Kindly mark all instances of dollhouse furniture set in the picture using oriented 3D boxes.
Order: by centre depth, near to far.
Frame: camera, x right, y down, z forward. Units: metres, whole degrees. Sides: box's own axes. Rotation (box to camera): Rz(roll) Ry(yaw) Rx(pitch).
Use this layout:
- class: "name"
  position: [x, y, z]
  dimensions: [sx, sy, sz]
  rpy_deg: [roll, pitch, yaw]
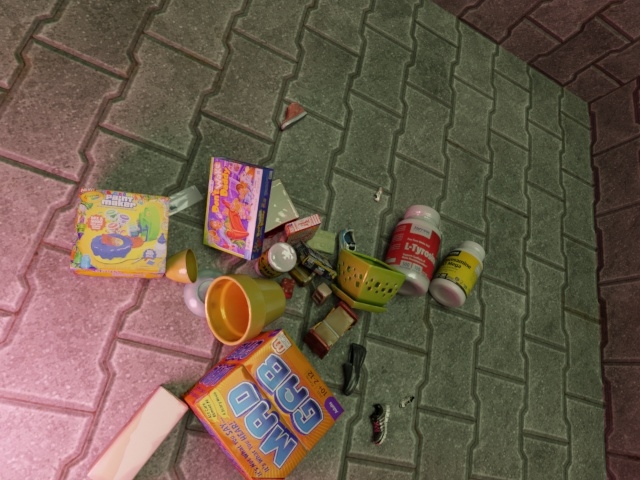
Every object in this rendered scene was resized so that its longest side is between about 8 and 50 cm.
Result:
- class: "dollhouse furniture set"
  position: [-0.040, 0.285, 1.752]
  dimensions: [0.201, 0.152, 0.374]
  rpy_deg: [-37, 76, -29]

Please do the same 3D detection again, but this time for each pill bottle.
- class: "pill bottle"
  position: [-0.188, 0.089, 1.677]
  dimensions: [0.119, 0.208, 0.119]
  rpy_deg: [8, 71, -24]
- class: "pill bottle"
  position: [0.448, 0.043, 1.988]
  dimensions: [0.228, 0.229, 0.408]
  rpy_deg: [29, 65, -16]
- class: "pill bottle"
  position: [0.706, 0.162, 2.102]
  dimensions: [0.188, 0.188, 0.334]
  rpy_deg: [45, 61, -8]

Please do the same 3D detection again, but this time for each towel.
- class: "towel"
  position: [0.000, 0.000, 1.898]
  dimensions: [0.147, 0.027, 0.110]
  rpy_deg: [12, 69, -22]

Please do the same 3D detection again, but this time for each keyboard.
- class: "keyboard"
  position: [-0.599, -0.141, 1.660]
  dimensions: [0.256, 0.014, 0.072]
  rpy_deg: [-34, 97, -29]

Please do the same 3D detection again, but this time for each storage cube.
- class: "storage cube"
  position: [-0.235, -0.120, 1.725]
  dimensions: [0.183, 0.193, 0.215]
  rpy_deg: [-26, 88, -29]

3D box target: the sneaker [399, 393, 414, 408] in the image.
- class: "sneaker"
  position: [0.394, 0.729, 1.871]
  dimensions: [0.083, 0.037, 0.032]
  rpy_deg: [-37, 95, -28]

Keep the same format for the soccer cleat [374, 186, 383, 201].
- class: "soccer cleat"
  position: [0.295, -0.238, 2.111]
  dimensions: [0.035, 0.029, 0.084]
  rpy_deg: [20, 72, -24]

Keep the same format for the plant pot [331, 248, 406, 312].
- class: "plant pot"
  position: [0.193, 0.183, 1.792]
  dimensions: [0.228, 0.227, 0.207]
  rpy_deg: [18, 98, -34]

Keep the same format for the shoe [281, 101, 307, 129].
- class: "shoe"
  position: [-0.145, -0.601, 1.986]
  dimensions: [0.081, 0.063, 0.178]
  rpy_deg: [49, 56, -4]

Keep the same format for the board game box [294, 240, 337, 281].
- class: "board game box"
  position: [-0.021, 0.088, 1.778]
  dimensions: [0.170, 0.141, 0.048]
  rpy_deg: [35, 102, -31]

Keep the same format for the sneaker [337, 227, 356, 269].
- class: "sneaker"
  position: [0.129, 0.057, 1.912]
  dimensions: [0.085, 0.086, 0.238]
  rpy_deg: [2, 76, -27]

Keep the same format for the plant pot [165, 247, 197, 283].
- class: "plant pot"
  position: [-0.534, 0.102, 1.565]
  dimensions: [0.095, 0.134, 0.135]
  rpy_deg: [-8, 77, 1]

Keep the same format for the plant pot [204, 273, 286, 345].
- class: "plant pot"
  position: [-0.267, 0.246, 1.571]
  dimensions: [0.238, 0.253, 0.254]
  rpy_deg: [-4, 76, -53]

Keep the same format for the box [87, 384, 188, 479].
- class: "box"
  position: [-0.592, 0.645, 1.358]
  dimensions: [0.121, 0.148, 0.311]
  rpy_deg: [42, 60, -9]

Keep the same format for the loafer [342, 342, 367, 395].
- class: "loafer"
  position: [0.132, 0.553, 1.778]
  dimensions: [0.078, 0.076, 0.223]
  rpy_deg: [28, 60, -10]

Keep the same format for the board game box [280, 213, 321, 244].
- class: "board game box"
  position: [-0.088, -0.037, 1.757]
  dimensions: [0.146, 0.193, 0.045]
  rpy_deg: [-20, 76, -19]

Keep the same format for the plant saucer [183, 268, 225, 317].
- class: "plant saucer"
  position: [-0.436, 0.204, 1.623]
  dimensions: [0.194, 0.037, 0.195]
  rpy_deg: [7, 72, -23]

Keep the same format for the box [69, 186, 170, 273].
- class: "box"
  position: [-0.704, -0.016, 1.470]
  dimensions: [0.289, 0.177, 0.280]
  rpy_deg: [5, 76, -25]

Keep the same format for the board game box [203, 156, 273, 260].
- class: "board game box"
  position: [-0.319, -0.125, 1.580]
  dimensions: [0.078, 0.233, 0.348]
  rpy_deg: [-23, 126, -62]

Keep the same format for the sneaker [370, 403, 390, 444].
- class: "sneaker"
  position: [0.246, 0.781, 1.771]
  dimensions: [0.074, 0.063, 0.171]
  rpy_deg: [28, 60, -17]

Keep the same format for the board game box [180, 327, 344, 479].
- class: "board game box"
  position: [-0.214, 0.567, 1.440]
  dimensions: [0.356, 0.356, 0.357]
  rpy_deg: [-38, 94, -29]
